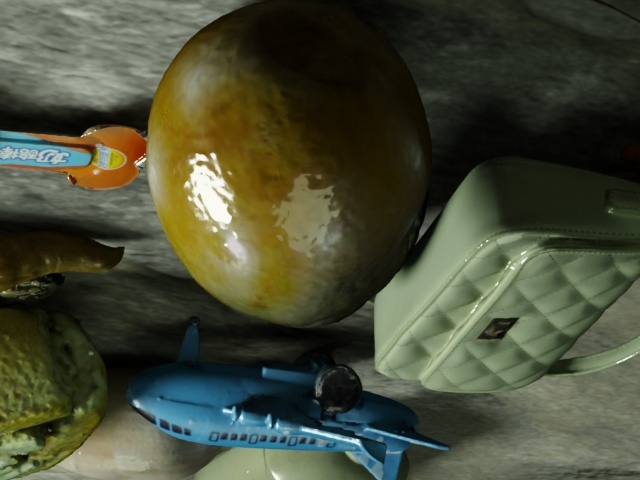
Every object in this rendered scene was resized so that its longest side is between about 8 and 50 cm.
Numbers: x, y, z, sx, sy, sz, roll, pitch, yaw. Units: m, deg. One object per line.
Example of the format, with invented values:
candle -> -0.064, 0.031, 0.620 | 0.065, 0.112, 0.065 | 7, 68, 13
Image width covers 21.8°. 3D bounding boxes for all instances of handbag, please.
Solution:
handbag -> 0.171, 0.040, 1.215 | 0.219, 0.079, 0.256 | 9, 147, -17

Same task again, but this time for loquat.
loquat -> -0.020, -0.045, 1.033 | 0.179, 0.179, 0.227 | 0, 142, -7

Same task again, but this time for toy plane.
toy plane -> -0.031, 0.142, 1.437 | 0.271, 0.105, 0.254 | 18, 179, -15

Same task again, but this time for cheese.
cheese -> -0.240, -0.063, 1.117 | 0.256, 0.037, 0.106 | 5, 152, -15

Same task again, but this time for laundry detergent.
laundry detergent -> -0.010, 0.233, 1.643 | 0.181, 0.091, 0.253 | 11, 148, -31

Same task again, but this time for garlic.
garlic -> -0.211, 0.164, 1.506 | 0.266, 0.128, 0.148 | 9, 139, -3

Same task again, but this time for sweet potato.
sweet potato -> -0.271, 0.016, 1.239 | 0.249, 0.059, 0.069 | 7, 113, -22

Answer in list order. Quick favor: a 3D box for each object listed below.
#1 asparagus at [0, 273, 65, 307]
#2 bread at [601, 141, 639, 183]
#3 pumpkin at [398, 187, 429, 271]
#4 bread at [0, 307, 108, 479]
asparagus -> -0.282, 0.041, 1.314 | 0.165, 0.030, 0.036 | -5, 143, 3
bread -> 0.296, -0.006, 1.254 | 0.269, 0.095, 0.139 | 30, 136, -26
pumpkin -> 0.000, 0.000, 1.202 | 0.119, 0.108, 0.183 | 14, 149, -40
bread -> -0.296, 0.132, 1.361 | 0.257, 0.124, 0.186 | -19, 159, 35
